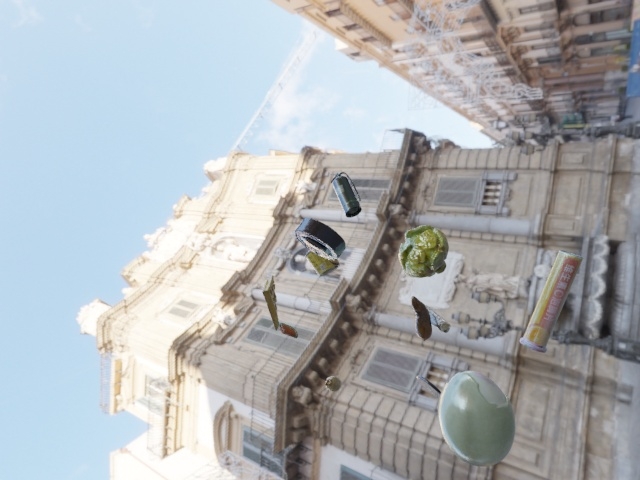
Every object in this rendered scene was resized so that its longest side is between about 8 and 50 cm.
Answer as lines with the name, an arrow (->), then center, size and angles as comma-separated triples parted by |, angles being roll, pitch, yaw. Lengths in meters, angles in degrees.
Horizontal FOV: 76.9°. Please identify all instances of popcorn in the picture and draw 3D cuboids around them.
popcorn -> 0.508, 0.070, 1.972 | 0.276, 0.225, 0.276 | -23, -38, -19

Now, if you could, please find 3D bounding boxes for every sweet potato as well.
sweet potato -> 0.550, 0.416, 2.198 | 0.097, 0.097, 0.292 | -40, -59, -46

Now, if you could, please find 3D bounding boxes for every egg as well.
egg -> 0.595, 0.665, 1.550 | 0.278, 0.278, 0.336 | -19, -73, -54

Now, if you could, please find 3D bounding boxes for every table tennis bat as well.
table tennis bat -> 0.525, 0.684, 1.799 | 0.027, 0.236, 0.150 | -45, -34, -16

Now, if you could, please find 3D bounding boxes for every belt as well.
belt -> 0.000, 0.000, 1.504 | 0.078, 0.198, 0.151 | -55, -22, -22

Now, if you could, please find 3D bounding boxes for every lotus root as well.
lotus root -> 0.064, 0.718, 2.022 | 0.073, 0.062, 0.150 | -63, -34, -13

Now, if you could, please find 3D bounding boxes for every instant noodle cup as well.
instant noodle cup -> 0.014, 0.094, 1.908 | 0.151, 0.151, 0.122 | -4, -117, -56

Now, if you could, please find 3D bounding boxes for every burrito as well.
burrito -> 0.655, 0.454, 2.311 | 0.060, 0.226, 0.087 | 27, -86, -28

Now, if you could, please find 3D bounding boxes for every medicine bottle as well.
medicine bottle -> 0.962, 0.252, 1.686 | 0.108, 0.108, 0.426 | 0, -72, -56

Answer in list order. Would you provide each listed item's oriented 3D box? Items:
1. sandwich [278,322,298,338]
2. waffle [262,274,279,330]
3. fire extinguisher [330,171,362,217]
sandwich -> -0.152, 0.419, 1.874 | 0.026, 0.101, 0.069 | -62, 10, 18
waffle -> -0.188, 0.249, 1.624 | 0.125, 0.032, 0.191 | -85, -16, -62
fire extinguisher -> 0.126, -0.260, 2.108 | 0.093, 0.118, 0.294 | 16, -136, -45
